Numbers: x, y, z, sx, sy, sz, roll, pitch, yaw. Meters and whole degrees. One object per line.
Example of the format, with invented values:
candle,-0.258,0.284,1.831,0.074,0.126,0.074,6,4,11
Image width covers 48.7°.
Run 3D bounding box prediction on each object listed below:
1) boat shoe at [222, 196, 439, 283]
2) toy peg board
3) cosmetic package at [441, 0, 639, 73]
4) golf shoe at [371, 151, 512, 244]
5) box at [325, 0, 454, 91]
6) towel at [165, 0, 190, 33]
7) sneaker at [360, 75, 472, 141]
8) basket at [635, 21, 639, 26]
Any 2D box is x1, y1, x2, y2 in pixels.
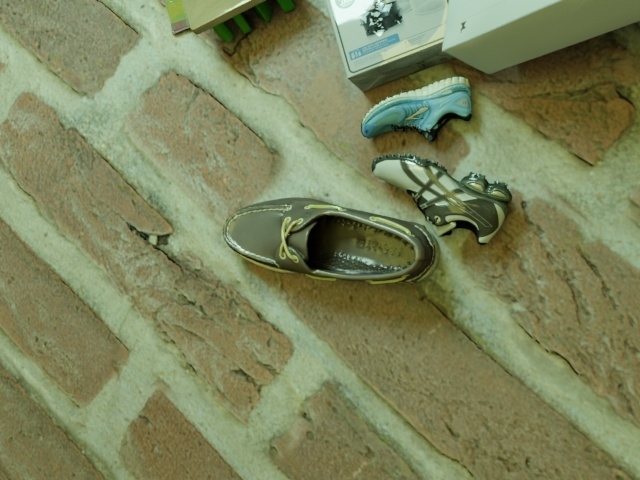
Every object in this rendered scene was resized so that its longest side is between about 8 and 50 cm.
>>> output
boat shoe,0.000,0.000,1.000,0.324,0.096,0.117,10,91,19
toy peg board,-0.124,-0.391,1.069,0.161,0.079,0.161,-23,66,12
cosmetic package,0.307,-0.374,0.771,0.377,0.097,0.285,-7,70,57
golf shoe,0.152,-0.057,0.955,0.198,0.077,0.094,19,87,20
box,0.084,-0.376,0.985,0.169,0.087,0.290,-16,83,18
towel,-0.207,-0.368,1.126,0.083,0.009,0.060,-15,83,17
sneaker,0.133,-0.169,0.977,0.162,0.063,0.073,-17,87,18
basket,0.480,-0.314,0.770,0.255,0.201,0.289,-56,43,11
